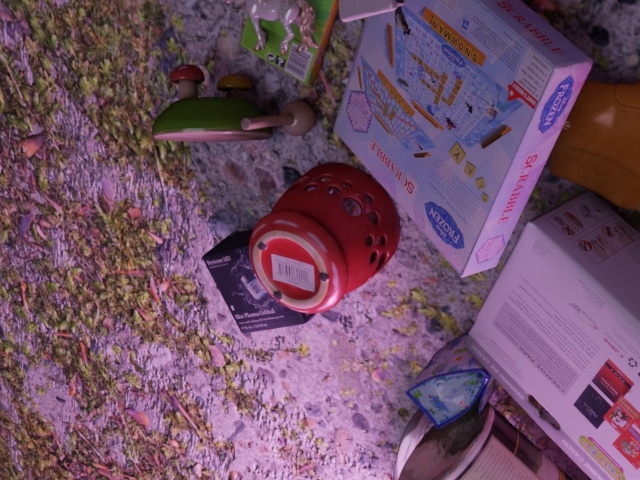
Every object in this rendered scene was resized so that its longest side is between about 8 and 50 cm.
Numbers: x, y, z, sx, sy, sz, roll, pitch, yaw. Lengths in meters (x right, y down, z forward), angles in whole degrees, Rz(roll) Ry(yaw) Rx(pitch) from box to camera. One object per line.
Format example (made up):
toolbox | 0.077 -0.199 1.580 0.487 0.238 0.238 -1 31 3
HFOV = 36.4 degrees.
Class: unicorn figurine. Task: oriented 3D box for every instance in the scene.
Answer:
unicorn figurine | -0.076 -0.317 1.355 0.162 0.060 0.111 5 122 15

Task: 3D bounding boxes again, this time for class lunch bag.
lunch bag | 0.225 0.197 1.464 0.096 0.129 0.151 46 133 0

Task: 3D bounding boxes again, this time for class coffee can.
coffee can | 0.282 0.404 1.483 0.275 0.201 0.201 43 135 -6

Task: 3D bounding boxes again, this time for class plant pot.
plant pot | 0.000 0.000 1.471 0.191 0.174 0.191 17 125 26

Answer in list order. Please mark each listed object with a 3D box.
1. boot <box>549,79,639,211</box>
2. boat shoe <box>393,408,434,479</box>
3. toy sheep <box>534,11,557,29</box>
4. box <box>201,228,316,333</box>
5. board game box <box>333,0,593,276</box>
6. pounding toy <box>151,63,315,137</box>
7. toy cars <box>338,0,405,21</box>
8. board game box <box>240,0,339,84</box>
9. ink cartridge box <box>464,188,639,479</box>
boot | 0.379 -0.158 1.134 0.211 0.104 0.295 26 135 20
boat shoe | 0.181 0.438 1.670 0.103 0.118 0.320 17 117 22
toy sheep | 0.256 -0.215 1.196 0.091 0.091 0.132 21 123 24
box | -0.089 0.062 1.631 0.156 0.093 0.158 -13 109 41
board game box | 0.157 -0.176 1.222 0.318 0.066 0.318 53 142 34
pounding toy | -0.142 -0.210 1.462 0.237 0.183 0.110 0 92 36
toy cars | -0.001 -0.438 1.203 0.393 0.087 0.176 50 126 18
board game box | -0.029 -0.353 1.351 0.124 0.039 0.259 33 136 13
ink cartridge box | 0.366 0.140 1.263 0.309 0.130 0.272 48 143 24
